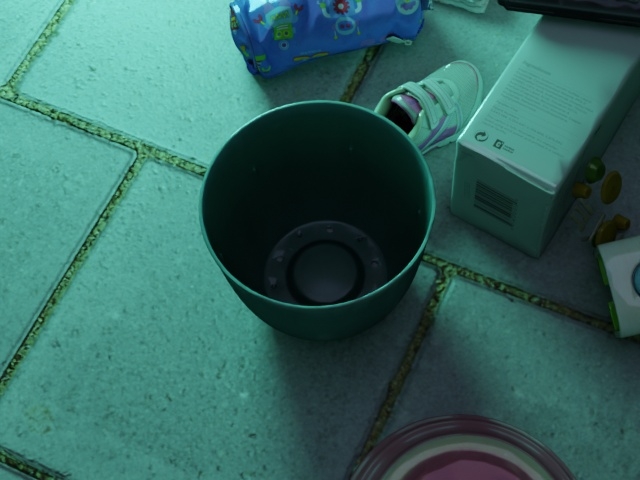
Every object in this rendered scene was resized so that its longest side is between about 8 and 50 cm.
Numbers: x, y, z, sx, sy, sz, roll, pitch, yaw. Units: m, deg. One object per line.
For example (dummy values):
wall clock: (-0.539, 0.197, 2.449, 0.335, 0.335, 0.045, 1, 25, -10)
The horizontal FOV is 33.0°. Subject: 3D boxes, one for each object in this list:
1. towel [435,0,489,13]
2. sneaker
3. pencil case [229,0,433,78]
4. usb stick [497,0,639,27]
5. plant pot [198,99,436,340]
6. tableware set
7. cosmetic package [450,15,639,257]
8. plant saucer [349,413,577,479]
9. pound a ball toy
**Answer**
towel: (0.170, -0.550, 1.794, 0.331, 0.053, 0.317, 19, 66, 11)
sneaker: (0.148, -0.183, 1.582, 0.103, 0.111, 0.252, 39, 72, 19)
pencil case: (0.015, -0.338, 1.663, 0.306, 0.119, 0.133, -15, 85, -4)
usb stick: (0.378, -0.325, 1.441, 0.278, 0.045, 0.077, 9, 72, 8)
plant pot: (0.000, 0.000, 1.433, 0.293, 0.235, 0.293, -1, 64, 2)
tableware set: (0.385, -0.045, 1.487, 0.024, 0.154, 0.104, 22, 80, 44)
cosmetic package: (0.343, -0.195, 1.522, 0.156, 0.217, 0.385, 31, 72, 17)
plant saucer: (0.180, 0.369, 1.323, 0.332, 0.084, 0.332, -1, 64, 2)
pound a ball toy: (0.539, 0.069, 1.398, 0.319, 0.136, 0.208, -13, 81, 7)
